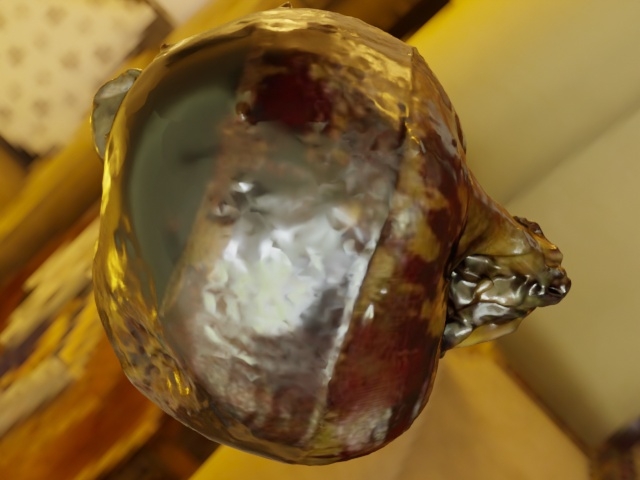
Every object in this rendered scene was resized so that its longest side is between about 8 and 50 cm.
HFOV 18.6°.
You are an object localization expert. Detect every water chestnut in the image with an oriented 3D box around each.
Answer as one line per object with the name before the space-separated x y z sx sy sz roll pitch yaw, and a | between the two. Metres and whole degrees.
water chestnut | 0.000 0.000 0.947 0.223 0.238 0.224 -170 90 -82
